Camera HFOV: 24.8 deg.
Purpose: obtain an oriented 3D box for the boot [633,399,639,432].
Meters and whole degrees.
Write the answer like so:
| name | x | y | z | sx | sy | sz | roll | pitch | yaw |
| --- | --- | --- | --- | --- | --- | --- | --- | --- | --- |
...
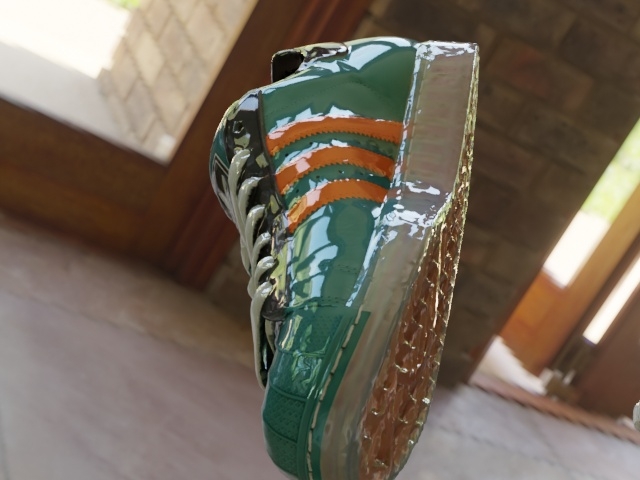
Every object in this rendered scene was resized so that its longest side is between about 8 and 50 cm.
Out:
| name | x | y | z | sx | sy | sz | roll | pitch | yaw |
| --- | --- | --- | --- | --- | --- | --- | --- | --- | --- |
| boot | 0.303 | 0.089 | 0.961 | 0.190 | 0.086 | 0.069 | -1 | -25 | 15 |

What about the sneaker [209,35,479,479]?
| name | x | y | z | sx | sy | sz | roll | pitch | yaw |
| --- | --- | --- | --- | --- | --- | --- | --- | --- | --- |
| sneaker | 0.000 | 0.000 | 0.668 | 0.121 | 0.108 | 0.302 | 5 | 35 | 10 |
